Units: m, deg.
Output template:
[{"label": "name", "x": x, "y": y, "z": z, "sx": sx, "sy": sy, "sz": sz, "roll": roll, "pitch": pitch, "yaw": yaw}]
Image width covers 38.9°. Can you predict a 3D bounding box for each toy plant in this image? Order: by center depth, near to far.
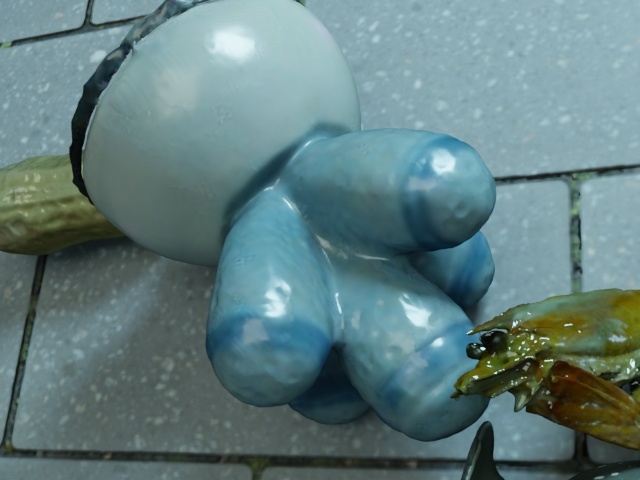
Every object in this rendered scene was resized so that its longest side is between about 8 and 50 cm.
[{"label": "toy plant", "x": 0.000, "y": 0.000, "z": 0.644, "sx": 0.247, "sy": 0.247, "sz": 0.332, "roll": -44, "pitch": 63, "yaw": 2}]

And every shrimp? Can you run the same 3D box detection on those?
[{"label": "shrimp", "x": 0.178, "y": 0.083, "z": 0.556, "sx": 0.051, "sy": 0.217, "sz": 0.115, "roll": 118, "pitch": 143, "yaw": -44}]

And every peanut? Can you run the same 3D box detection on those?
[{"label": "peanut", "x": -0.211, "y": -0.038, "z": 0.817, "sx": 0.214, "sy": 0.098, "sz": 0.090, "roll": -8, "pitch": 74, "yaw": 16}]

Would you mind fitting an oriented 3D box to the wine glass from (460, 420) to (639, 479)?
[{"label": "wine glass", "x": 0.191, "y": 0.179, "z": 0.545, "sx": 0.222, "sy": 0.103, "sz": 0.103, "roll": 9, "pitch": 73, "yaw": 21}]
